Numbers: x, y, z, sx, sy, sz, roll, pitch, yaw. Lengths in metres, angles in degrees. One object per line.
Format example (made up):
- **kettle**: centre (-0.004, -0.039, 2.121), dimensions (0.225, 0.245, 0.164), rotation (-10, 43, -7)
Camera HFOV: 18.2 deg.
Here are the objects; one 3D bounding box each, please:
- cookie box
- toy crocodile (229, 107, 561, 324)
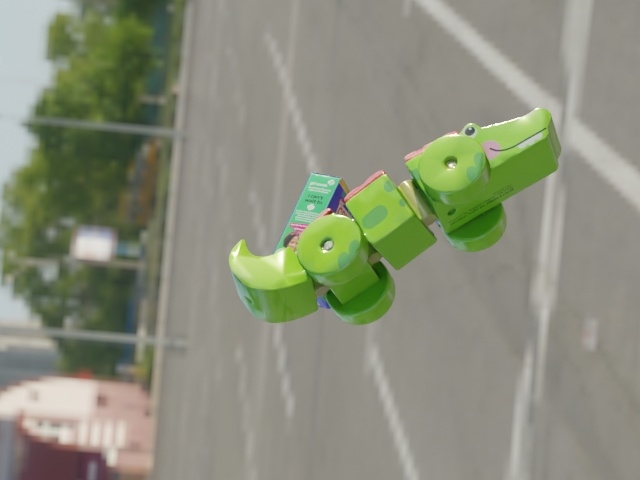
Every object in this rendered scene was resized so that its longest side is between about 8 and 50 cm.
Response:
- **cookie box**: centre (0.000, 0.000, 2.015), dimensions (0.107, 0.040, 0.092), rotation (-66, -30, -22)
- **toy crocodile**: centre (0.074, -0.024, 1.884), dimensions (0.105, 0.340, 0.115), rotation (60, -177, 34)
